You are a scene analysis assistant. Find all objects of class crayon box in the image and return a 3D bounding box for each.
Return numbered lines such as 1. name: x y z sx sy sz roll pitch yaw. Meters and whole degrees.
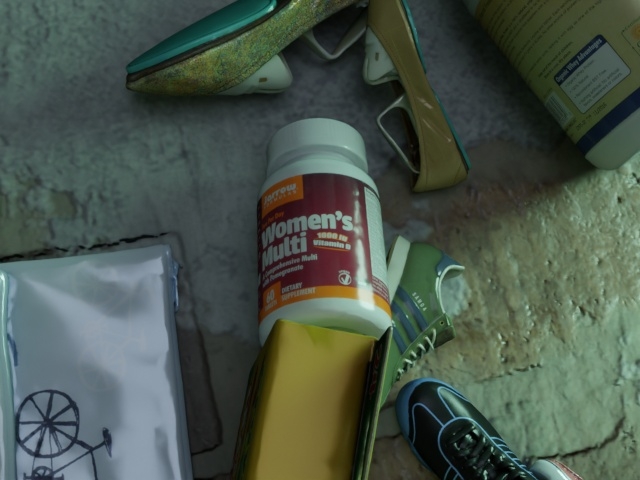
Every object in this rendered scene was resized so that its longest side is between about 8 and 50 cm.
1. crayon box: -0.025 0.183 0.721 0.081 0.318 0.202 12 71 -6

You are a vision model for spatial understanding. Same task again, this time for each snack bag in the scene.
1. snack bag: -0.282 0.171 0.832 0.343 0.037 0.322 -5 74 -11

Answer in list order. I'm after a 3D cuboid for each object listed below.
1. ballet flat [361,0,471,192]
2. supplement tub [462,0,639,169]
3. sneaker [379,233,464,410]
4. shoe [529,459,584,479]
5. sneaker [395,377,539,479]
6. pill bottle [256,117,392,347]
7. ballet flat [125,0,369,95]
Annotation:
1. ballet flat: 0.084 -0.156 0.944 0.073 0.080 0.232 -24 100 -1
2. supplement tub: 0.290 -0.257 0.958 0.228 0.228 0.316 -34 82 -17
3. sneaker: 0.091 0.089 0.902 0.086 0.064 0.192 16 68 1
4. shoe: 0.285 0.261 0.887 0.081 0.063 0.178 -43 89 -20
5. sneaker: 0.162 0.222 0.861 0.081 0.090 0.232 -36 82 -17
6. pill bottle: 0.000 0.000 0.868 0.121 0.121 0.221 2 57 -9
7. ballet flat: -0.037 -0.223 0.963 0.349 0.123 0.123 -38 83 -16
